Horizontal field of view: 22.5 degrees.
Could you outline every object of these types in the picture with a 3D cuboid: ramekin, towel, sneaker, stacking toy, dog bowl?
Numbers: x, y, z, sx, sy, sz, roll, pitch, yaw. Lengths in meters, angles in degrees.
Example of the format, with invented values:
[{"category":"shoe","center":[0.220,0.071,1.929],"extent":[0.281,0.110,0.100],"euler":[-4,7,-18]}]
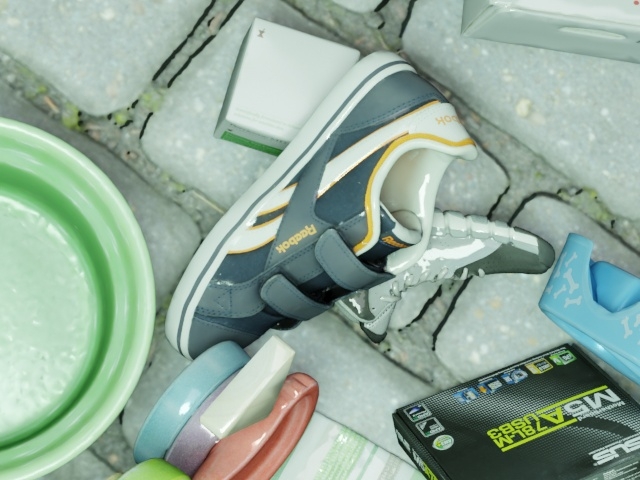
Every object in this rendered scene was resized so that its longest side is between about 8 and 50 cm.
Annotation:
[{"category":"ramekin","center":[-0.294,0.057,1.333],"extent":[0.303,0.148,0.303],"euler":[2,82,-11]},{"category":"towel","center":[0.021,0.229,1.437],"extent":[0.152,0.023,0.113],"euler":[30,78,-6]},{"category":"sneaker","center":[0.000,0.000,1.358],"extent":[0.127,0.126,0.321],"euler":[44,104,25]},{"category":"stacking toy","center":[-0.147,0.176,1.262],"extent":[0.130,0.279,0.309],"euler":[38,68,15]},{"category":"sneaker","center":[0.090,0.035,1.457],"extent":[0.229,0.086,0.132],"euler":[13,84,1]},{"category":"dog bowl","center":[0.294,0.088,1.387],"extent":[0.166,0.297,0.074],"euler":[38,88,-27]}]

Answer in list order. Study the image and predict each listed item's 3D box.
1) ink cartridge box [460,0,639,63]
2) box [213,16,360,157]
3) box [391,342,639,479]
[{"category":"ink cartridge box","center":[0.252,-0.325,1.514],"extent":[0.211,0.121,0.289],"euler":[7,81,-9]},{"category":"box","center":[-0.031,-0.131,1.446],"extent":[0.101,0.087,0.102],"euler":[18,79,-8]},{"category":"box","center":[0.184,0.175,1.402],"extent":[0.191,0.184,0.045],"euler":[-19,118,-13]}]
